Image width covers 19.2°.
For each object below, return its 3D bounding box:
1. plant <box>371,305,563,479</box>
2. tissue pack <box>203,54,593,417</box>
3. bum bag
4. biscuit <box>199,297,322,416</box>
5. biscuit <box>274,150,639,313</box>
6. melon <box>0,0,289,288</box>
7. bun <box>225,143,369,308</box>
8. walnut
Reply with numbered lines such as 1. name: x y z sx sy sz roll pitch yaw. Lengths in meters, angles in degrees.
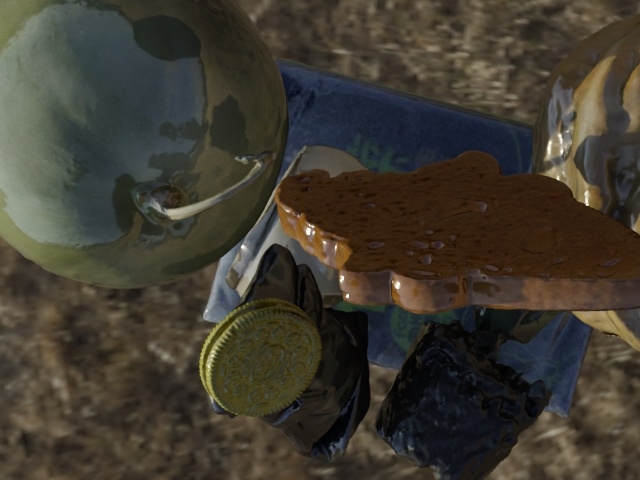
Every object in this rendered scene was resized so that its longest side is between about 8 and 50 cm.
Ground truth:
1. plant: 0.145 0.124 1.744 0.131 0.142 0.203 28 102 -1
2. tissue pack: 0.103 -0.005 1.957 0.394 0.124 0.288 15 88 4
3. bum bag: -0.022 0.099 1.603 0.095 0.340 0.144 10 79 19
4. biscuit: -0.039 0.078 1.251 0.023 0.084 0.084 45 114 53
5. biscuit: 0.090 -0.001 1.157 0.280 0.183 0.043 17 127 31
6. melon: -0.153 -0.097 1.442 0.272 0.308 0.272 2 123 4
7. bun: 0.000 0.000 1.754 0.120 0.173 0.173 28 106 1
8. walnut: 0.238 -0.037 1.299 0.198 0.198 0.245 -1 84 27
